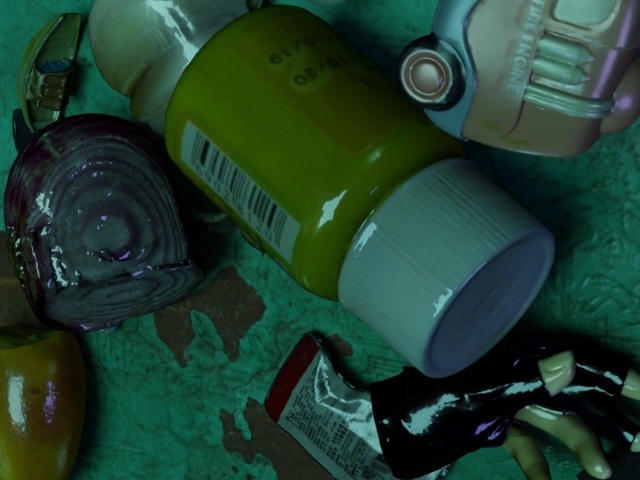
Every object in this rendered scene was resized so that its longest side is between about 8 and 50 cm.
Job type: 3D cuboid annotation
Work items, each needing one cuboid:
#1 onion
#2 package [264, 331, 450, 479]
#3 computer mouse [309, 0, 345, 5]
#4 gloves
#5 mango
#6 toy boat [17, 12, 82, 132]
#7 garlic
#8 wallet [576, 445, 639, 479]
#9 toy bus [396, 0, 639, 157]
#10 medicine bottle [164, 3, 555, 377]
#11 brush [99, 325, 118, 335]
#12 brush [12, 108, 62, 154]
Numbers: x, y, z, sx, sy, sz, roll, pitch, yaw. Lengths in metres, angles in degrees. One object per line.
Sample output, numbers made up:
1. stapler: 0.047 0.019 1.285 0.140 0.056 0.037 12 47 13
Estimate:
1. onion: -0.266 -0.027 1.743 0.256 0.272 0.230 -33 74 43
2. package: 0.036 0.231 1.734 0.239 0.030 0.154 42 126 17
3. computer mouse: 0.039 -0.376 1.484 0.159 0.097 0.288 39 113 20
4. gloves: 0.196 0.170 1.517 0.301 0.197 0.152 4 64 16
5. mango: -0.394 0.247 1.979 0.187 0.138 0.257 3 102 47
6. toy boat: -0.334 -0.212 1.823 0.066 0.065 0.172 43 127 34
7. garlic: -0.160 -0.221 1.653 0.217 0.110 0.228 42 120 -3
8. wallet: 0.377 0.232 1.494 0.124 0.025 0.244 52 127 10
9. toy bus: 0.215 -0.211 1.360 0.232 0.194 0.288 26 119 17
10. medicine bottle: 0.037 -0.052 1.486 0.384 0.224 0.224 42 126 27
11. brush: -0.340 0.058 1.949 0.196 0.021 0.070 26 117 26
12. brush: -0.327 -0.131 1.877 0.193 0.016 0.063 8 111 34
